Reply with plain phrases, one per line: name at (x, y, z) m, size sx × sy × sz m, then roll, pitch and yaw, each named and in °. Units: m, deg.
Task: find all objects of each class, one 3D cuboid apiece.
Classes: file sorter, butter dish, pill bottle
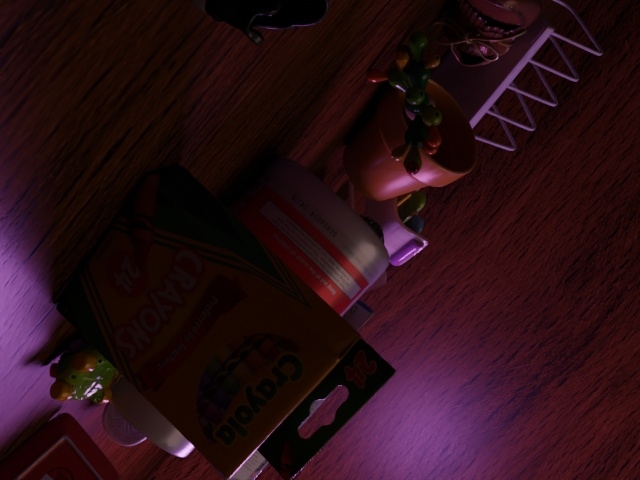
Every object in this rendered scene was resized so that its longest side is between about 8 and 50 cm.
file sorter at (0.384, -0.341, 1.662) m, size 0.173 × 0.192 × 0.277 m, roll 15°, pitch 131°, yaw -30°
butter dish at (-0.425, 0.376, 1.311) m, size 0.160 × 0.160 × 0.118 m, roll -43°, pitch -165°, yaw -34°
pill bottle at (-0.113, 0.098, 1.192) m, size 0.407 × 0.229 × 0.229 m, roll -47°, pitch 173°, yaw -5°

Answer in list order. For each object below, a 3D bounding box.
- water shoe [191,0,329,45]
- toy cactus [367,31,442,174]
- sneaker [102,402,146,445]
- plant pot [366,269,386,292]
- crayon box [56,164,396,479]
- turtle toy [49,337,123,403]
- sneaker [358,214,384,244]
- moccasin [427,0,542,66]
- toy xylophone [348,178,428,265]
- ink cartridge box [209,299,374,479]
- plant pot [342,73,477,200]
water shoe at (-0.022, -0.202, 0.666) m, size 0.203 × 0.080 × 0.073 m, roll -40°, pitch 170°, yaw -48°
toy cactus at (0.146, -0.212, 1.331) m, size 0.112 × 0.219 × 0.180 m, roll -8°, pitch -179°, yaw 12°
sneaker at (-0.254, 0.224, 1.546) m, size 0.350 × 0.131 × 0.148 m, roll -41°, pitch 180°, yaw -6°
plant pot at (0.002, 0.072, 1.989) m, size 0.230 × 0.215 × 0.215 m, roll -30°, pitch 168°, yaw -17°
crayon box at (-0.104, 0.101, 0.883) m, size 0.202 × 0.318 × 0.081 m, roll -51°, pitch 173°, yaw 23°
turtle toy at (-0.291, 0.151, 1.068) m, size 0.130 × 0.066 × 0.095 m, roll -50°, pitch 149°, yaw 9°
sneaker at (0.000, 0.000, 1.547) m, size 0.272 × 0.100 × 0.108 m, roll 0°, pitch -175°, yaw -30°
moccasin at (0.268, -0.364, 1.396) m, size 0.147 × 0.139 × 0.380 m, roll -57°, pitch -178°, yaw 5°
toy xylophone at (0.140, -0.103, 1.727) m, size 0.236 × 0.081 × 0.322 m, roll -32°, pitch -133°, yaw 58°
ink cartridge box at (-0.113, 0.173, 1.345) m, size 0.330 × 0.324 × 0.071 m, roll -46°, pitch 137°, yaw -9°
plant pot at (0.148, -0.168, 1.531) m, size 0.188 × 0.205 × 0.205 m, roll -33°, pitch -176°, yaw 40°
